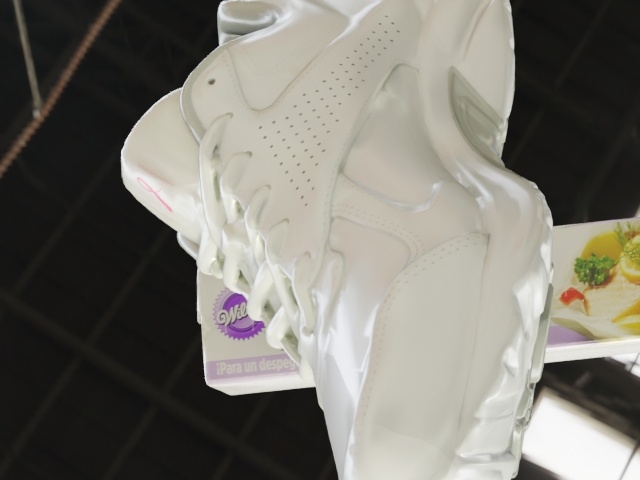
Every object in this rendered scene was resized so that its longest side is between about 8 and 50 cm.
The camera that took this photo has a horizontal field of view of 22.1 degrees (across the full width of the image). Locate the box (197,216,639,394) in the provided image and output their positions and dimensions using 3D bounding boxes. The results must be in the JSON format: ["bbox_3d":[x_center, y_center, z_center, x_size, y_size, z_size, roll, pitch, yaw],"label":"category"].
[{"bbox_3d":[0.103,0.029,0.823,0.324,0.067,0.063,-7,-102,7],"label":"box"}]

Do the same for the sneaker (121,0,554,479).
[{"bbox_3d":[0.000,0.000,0.455,0.115,0.090,0.232,4,-147,-3],"label":"sneaker"}]
